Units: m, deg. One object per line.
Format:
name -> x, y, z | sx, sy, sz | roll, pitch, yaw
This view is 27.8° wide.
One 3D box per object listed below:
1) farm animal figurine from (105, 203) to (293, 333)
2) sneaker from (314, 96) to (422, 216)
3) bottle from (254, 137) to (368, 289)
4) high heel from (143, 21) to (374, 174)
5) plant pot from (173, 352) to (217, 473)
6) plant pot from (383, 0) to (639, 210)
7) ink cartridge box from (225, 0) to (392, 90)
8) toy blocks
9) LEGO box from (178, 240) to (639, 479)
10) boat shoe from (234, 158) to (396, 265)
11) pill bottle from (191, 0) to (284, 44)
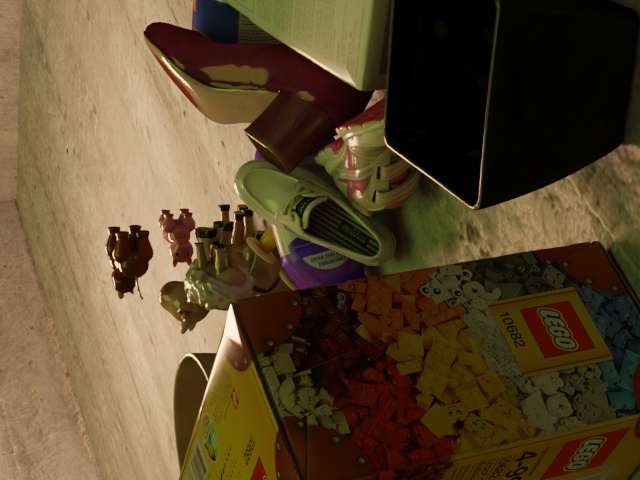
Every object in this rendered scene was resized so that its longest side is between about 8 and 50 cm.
farm animal figurine -> -0.154, 0.055, 1.979 | 0.327, 0.330, 0.172 | 8, 103, 38
sneaker -> 0.078, -0.098, 1.503 | 0.111, 0.103, 0.252 | 56, 166, 3
bottle -> 0.000, 0.000, 1.696 | 0.092, 0.118, 0.283 | 127, 127, -82
high heel -> -0.082, -0.232, 1.695 | 0.377, 0.181, 0.127 | 41, 170, 36
plant pot -> -0.019, 0.249, 1.618 | 0.256, 0.274, 0.256 | 173, 90, -71
plant pot -> 0.175, -0.154, 1.160 | 0.187, 0.167, 0.188 | -136, 43, -56
ink cartridge box -> -0.007, -0.389, 1.544 | 0.385, 0.091, 0.308 | 40, 133, 46
toy blocks -> -0.013, -0.015, 1.773 | 0.123, 0.054, 0.148 | 44, 100, 17
LEGO box -> 0.069, 0.245, 1.277 | 0.500, 0.372, 0.193 | 109, 145, -49
boat shoe -> -0.009, -0.042, 1.609 | 0.083, 0.226, 0.076 | -66, -10, 3
pill bottle -> -0.104, -0.315, 1.810 | 0.152, 0.152, 0.272 | -128, 36, -52
